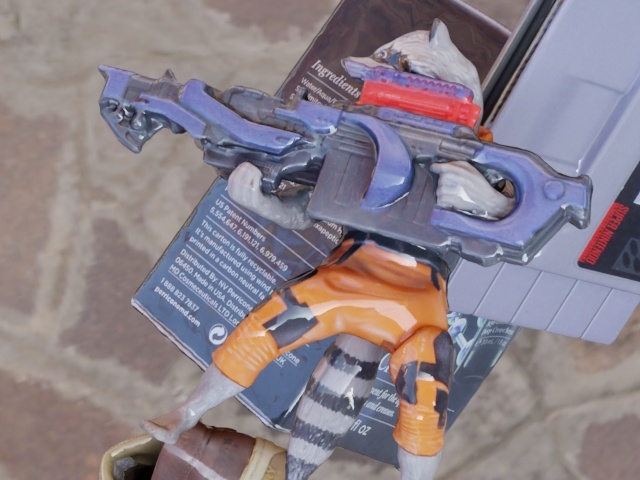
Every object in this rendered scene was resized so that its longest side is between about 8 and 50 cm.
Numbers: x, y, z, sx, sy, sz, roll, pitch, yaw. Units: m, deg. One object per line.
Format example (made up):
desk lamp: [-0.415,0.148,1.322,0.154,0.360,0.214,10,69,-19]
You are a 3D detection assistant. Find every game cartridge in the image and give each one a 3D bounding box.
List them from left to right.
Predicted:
game cartridge: [0.221,-0.084,1.274,0.355,0.230,0.068,-61,31,24]

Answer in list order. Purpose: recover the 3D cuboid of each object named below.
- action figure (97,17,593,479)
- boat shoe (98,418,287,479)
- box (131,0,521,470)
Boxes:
action figure: [0.000,0.000,1.160,0.341,0.178,0.330,23,85,15]
boat shoe: [-0.129,0.206,1.461,0.123,0.342,0.123,29,73,-9]
box: [0.071,-0.013,1.601,0.212,0.293,0.395,37,95,32]
